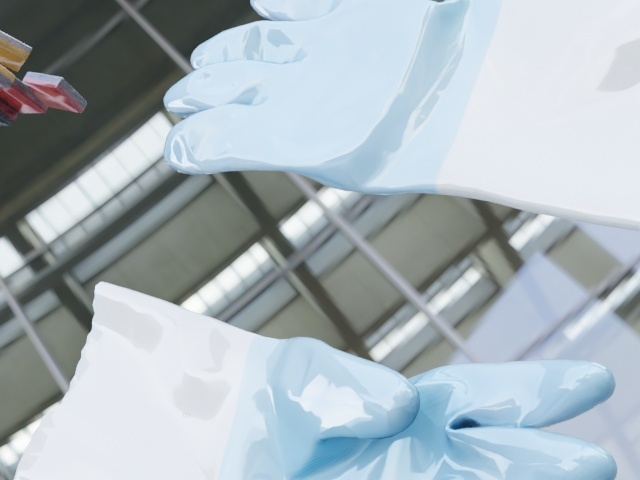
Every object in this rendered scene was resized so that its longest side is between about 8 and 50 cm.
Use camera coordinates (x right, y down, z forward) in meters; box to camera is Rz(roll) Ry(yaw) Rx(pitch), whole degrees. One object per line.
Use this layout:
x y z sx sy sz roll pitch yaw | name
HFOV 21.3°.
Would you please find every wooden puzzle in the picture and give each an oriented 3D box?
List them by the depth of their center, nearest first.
-0.088 -0.039 0.354 0.049 0.083 0.006 38 -113 -38 | wooden puzzle

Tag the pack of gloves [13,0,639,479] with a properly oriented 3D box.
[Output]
0.000 0.000 0.495 0.046 0.232 0.195 30 -107 -42 | pack of gloves
